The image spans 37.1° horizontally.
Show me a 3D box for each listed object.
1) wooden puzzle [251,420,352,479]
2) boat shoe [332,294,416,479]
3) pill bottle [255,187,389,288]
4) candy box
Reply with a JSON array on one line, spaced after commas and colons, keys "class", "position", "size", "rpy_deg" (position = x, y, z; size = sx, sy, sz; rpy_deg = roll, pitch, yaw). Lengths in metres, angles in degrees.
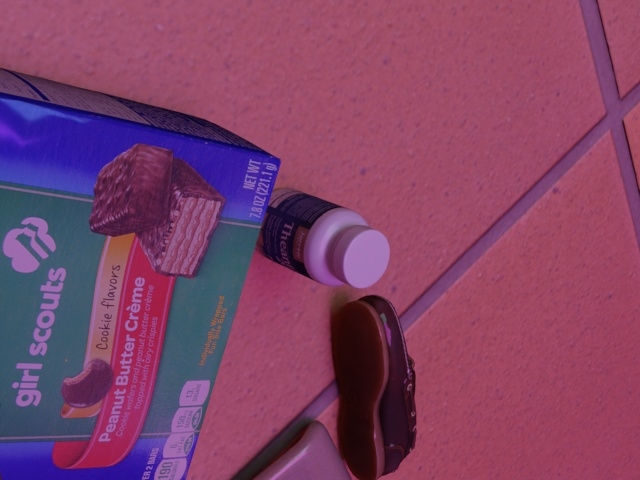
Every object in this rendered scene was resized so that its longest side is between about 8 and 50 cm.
[{"class": "wooden puzzle", "position": [-0.056, 0.396, 0.923], "size": [0.348, 0.080, 0.322], "rpy_deg": [-40, 126, -23]}, {"class": "boat shoe", "position": [0.059, 0.139, 0.937], "size": [0.073, 0.073, 0.207], "rpy_deg": [-23, 126, -34]}, {"class": "pill bottle", "position": [0.000, 0.000, 0.801], "size": [0.067, 0.120, 0.067], "rpy_deg": [-14, 114, -36]}, {"class": "candy box", "position": [-0.212, 0.027, 0.632], "size": [0.317, 0.122, 0.268], "rpy_deg": [9, 103, -40]}]
